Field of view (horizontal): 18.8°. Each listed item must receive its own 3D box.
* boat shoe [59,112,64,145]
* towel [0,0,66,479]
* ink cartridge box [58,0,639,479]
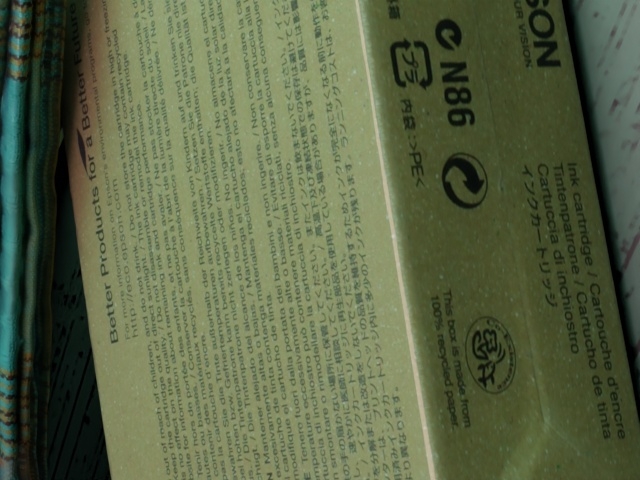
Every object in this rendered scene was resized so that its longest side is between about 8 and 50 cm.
[{"bbox_3d":[-0.139,-0.061,0.873,0.049,0.042,0.133,48,127,43],"label":"boat shoe"},{"bbox_3d":[-0.192,-0.016,0.804,0.271,0.040,0.370,28,121,44],"label":"towel"},{"bbox_3d":[0.000,0.000,0.650,0.193,0.088,0.234,-18,79,54],"label":"ink cartridge box"}]
